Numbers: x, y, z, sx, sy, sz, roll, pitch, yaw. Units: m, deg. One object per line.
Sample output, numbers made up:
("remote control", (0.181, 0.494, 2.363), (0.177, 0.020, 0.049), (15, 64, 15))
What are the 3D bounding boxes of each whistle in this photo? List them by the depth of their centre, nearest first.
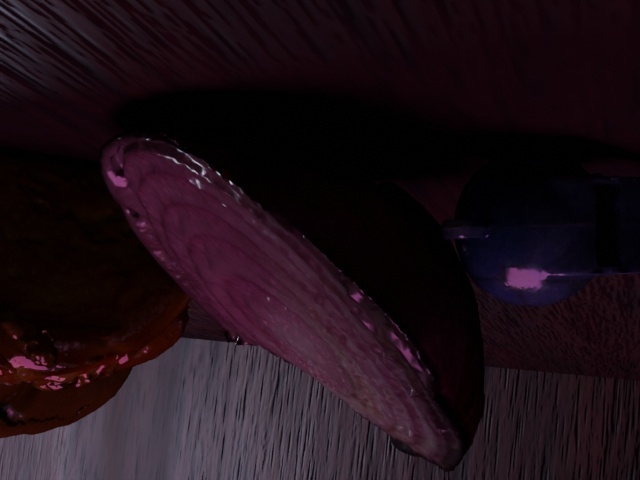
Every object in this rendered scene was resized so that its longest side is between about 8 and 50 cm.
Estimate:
("whistle", (0.126, -0.007, 0.662), (0.158, 0.090, 0.090), (-1, 177, -36))

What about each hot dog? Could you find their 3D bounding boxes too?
("hot dog", (-0.197, 0.025, 0.856), (0.257, 0.153, 0.150), (9, 171, -17))

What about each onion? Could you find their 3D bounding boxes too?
("onion", (0.000, 0.000, 0.707), (0.250, 0.111, 0.247), (30, 159, 37))

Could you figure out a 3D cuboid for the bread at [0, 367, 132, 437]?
("bread", (-0.268, 0.067, 1.074), (0.143, 0.195, 0.270), (9, 178, 33))
